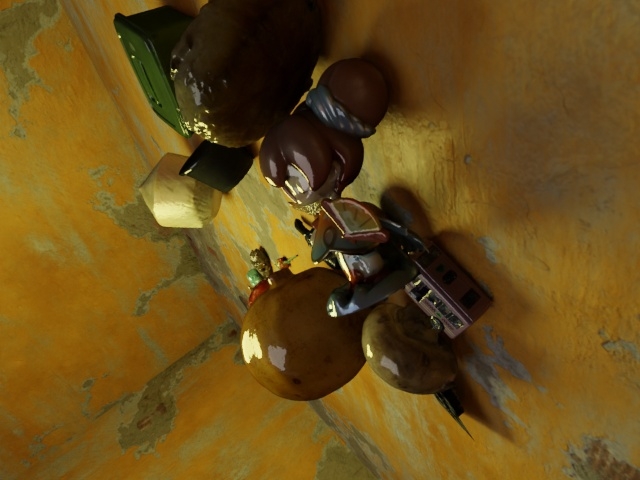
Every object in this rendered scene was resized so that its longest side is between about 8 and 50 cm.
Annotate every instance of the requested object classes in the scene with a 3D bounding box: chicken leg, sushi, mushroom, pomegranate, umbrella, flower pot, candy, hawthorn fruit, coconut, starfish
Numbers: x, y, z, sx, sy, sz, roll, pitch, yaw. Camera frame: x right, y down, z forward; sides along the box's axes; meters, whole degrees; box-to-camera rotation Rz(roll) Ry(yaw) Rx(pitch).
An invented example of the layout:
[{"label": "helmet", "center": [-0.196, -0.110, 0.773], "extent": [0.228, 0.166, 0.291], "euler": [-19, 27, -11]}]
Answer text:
[{"label": "chicken leg", "center": [-0.244, 0.108, 2.040], "extent": [0.084, 0.069, 0.198], "euler": [6, 139, 32]}, {"label": "sushi", "center": [0.331, 0.395, 1.266], "extent": [0.215, 0.050, 0.192], "euler": [55, 175, -18]}, {"label": "mushroom", "center": [0.215, 0.252, 1.119], "extent": [0.254, 0.184, 0.255], "euler": [34, -176, -3]}, {"label": "pomegranate", "center": [-0.036, 0.254, 1.408], "extent": [0.416, 0.416, 0.417], "euler": [44, 156, 25]}, {"label": "umbrella", "center": [-0.003, 0.007, 1.390], "extent": [0.248, 0.070, 0.071], "euler": [37, 153, 46]}, {"label": "flower pot", "center": [-0.305, -0.245, 1.481], "extent": [0.148, 0.235, 0.235], "euler": [41, 165, -24]}, {"label": "candy", "center": [-0.119, 0.075, 1.766], "extent": [0.055, 0.049, 0.184], "euler": [29, 157, -16]}, {"label": "hawthorn fruit", "center": [-0.229, 0.248, 2.022], "extent": [0.200, 0.179, 0.179], "euler": [36, 164, -18]}, {"label": "coconut", "center": [-0.557, -0.191, 1.886], "extent": [0.329, 0.328, 0.329], "euler": [44, 156, 25]}, {"label": "starfish", "center": [-0.029, -0.111, 1.287], "extent": [0.295, 0.048, 0.231], "euler": [27, 156, 53]}]

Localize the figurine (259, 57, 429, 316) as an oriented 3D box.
[{"label": "figurine", "center": [0.041, -0.091, 0.862], "extent": [0.388, 0.248, 0.276], "euler": [62, 155, -2]}]

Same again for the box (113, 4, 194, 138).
[{"label": "box", "center": [-0.423, -0.493, 1.376], "extent": [0.252, 0.177, 0.329], "euler": [40, 156, 36]}]

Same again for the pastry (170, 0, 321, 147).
[{"label": "pastry", "center": [-0.119, -0.306, 0.862], "extent": [0.136, 0.330, 0.330], "euler": [36, 154, 16]}]

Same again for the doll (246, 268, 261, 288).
[{"label": "doll", "center": [-0.303, 0.210, 2.301], "extent": [0.159, 0.059, 0.159], "euler": [60, 159, -13]}]

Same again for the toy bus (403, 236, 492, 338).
[{"label": "toy bus", "center": [0.236, 0.091, 0.962], "extent": [0.199, 0.096, 0.108], "euler": [48, 153, 12]}]

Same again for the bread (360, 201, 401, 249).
[{"label": "bread", "center": [0.129, -0.007, 1.042], "extent": [0.189, 0.077, 0.114], "euler": [58, -167, -16]}]
